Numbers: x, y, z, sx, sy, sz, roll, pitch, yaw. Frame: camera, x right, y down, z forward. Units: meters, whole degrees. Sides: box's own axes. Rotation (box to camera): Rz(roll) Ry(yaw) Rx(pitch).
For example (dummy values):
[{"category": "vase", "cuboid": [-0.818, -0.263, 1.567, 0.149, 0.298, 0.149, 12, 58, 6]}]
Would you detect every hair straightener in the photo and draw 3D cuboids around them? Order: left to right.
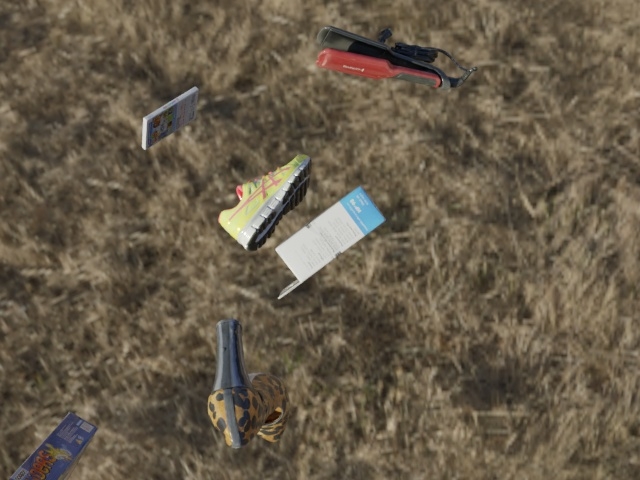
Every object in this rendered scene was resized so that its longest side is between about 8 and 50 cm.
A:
[{"category": "hair straightener", "cuboid": [0.105, -0.260, 1.547, 0.231, 0.047, 0.089, 7, 59, -14]}]

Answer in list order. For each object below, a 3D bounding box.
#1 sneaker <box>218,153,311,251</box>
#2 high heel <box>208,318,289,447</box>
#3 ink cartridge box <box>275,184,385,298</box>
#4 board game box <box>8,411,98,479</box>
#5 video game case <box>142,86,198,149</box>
[{"category": "sneaker", "cuboid": [-0.092, -0.081, 1.905, 0.094, 0.081, 0.208, 29, 59, 20]}, {"category": "high heel", "cuboid": [-0.094, 0.253, 1.531, 0.093, 0.261, 0.186, -13, 46, 7]}, {"category": "ink cartridge box", "cuboid": [0.000, 0.000, 1.557, 0.180, 0.104, 0.060, -36, 92, 3]}, {"category": "board game box", "cuboid": [-0.275, 0.250, 1.041, 0.035, 0.201, 0.136, 31, 99, -2]}, {"category": "video game case", "cuboid": [-0.272, -0.222, 2.057, 0.122, 0.087, 0.011, -37, 71, -29]}]
